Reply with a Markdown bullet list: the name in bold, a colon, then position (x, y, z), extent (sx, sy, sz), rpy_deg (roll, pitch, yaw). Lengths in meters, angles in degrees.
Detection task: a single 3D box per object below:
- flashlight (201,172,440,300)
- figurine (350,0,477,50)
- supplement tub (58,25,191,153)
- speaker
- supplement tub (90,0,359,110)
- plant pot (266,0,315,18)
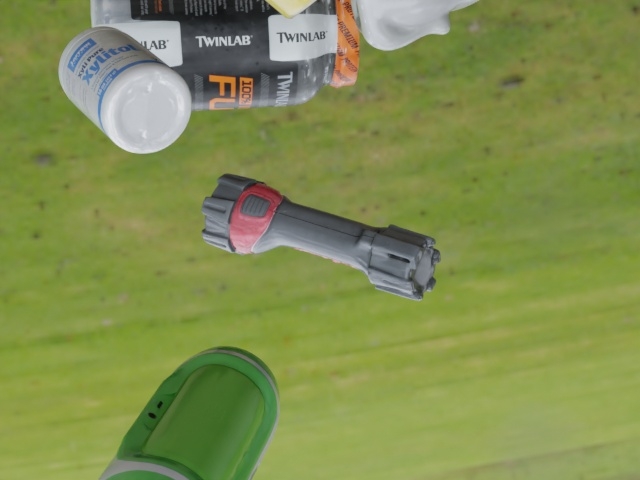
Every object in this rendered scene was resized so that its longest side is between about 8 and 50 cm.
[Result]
- **flashlight**: position (0.000, 0.000, 1.856), extent (0.304, 0.103, 0.103), rpy_deg (18, -153, 25)
- **figurine**: position (0.114, -0.263, 1.129), extent (0.210, 0.214, 0.092), rpy_deg (-12, 180, 0)
- **supplement tub**: position (-0.148, -0.114, 1.129), extent (0.071, 0.071, 0.107), rpy_deg (2, -157, -33)
- **speaker**: position (-0.128, 0.213, 1.460), extent (0.131, 0.131, 0.296), rpy_deg (-15, -163, 19)
- **supplement tub**: position (-0.126, -0.274, 1.960), extent (0.338, 0.207, 0.207), rpy_deg (-4, 163, -6)
- **plant pot**: position (-0.045, -0.351, 1.423), extent (0.254, 0.239, 0.254), rpy_deg (-38, -171, 7)
